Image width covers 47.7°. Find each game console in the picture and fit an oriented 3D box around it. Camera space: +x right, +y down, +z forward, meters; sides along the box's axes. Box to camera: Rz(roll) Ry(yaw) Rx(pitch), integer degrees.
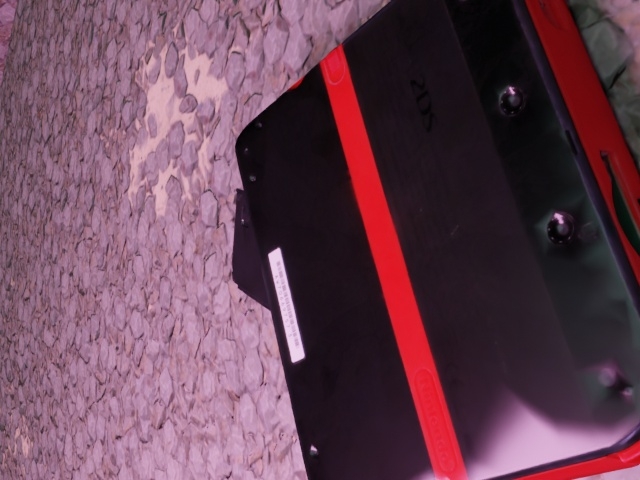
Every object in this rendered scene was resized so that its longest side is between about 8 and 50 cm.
[{"bbox_3d":[0.076,0.003,0.569,0.342,0.060,0.387,-33,63,42],"label":"game console"}]

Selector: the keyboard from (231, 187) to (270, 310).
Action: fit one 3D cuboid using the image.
[{"bbox_3d":[0.000,0.000,0.725,0.317,0.033,0.202,25,114,50],"label":"keyboard"}]
